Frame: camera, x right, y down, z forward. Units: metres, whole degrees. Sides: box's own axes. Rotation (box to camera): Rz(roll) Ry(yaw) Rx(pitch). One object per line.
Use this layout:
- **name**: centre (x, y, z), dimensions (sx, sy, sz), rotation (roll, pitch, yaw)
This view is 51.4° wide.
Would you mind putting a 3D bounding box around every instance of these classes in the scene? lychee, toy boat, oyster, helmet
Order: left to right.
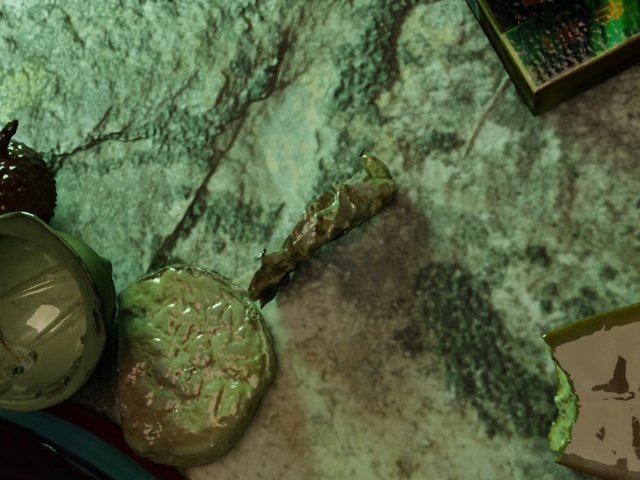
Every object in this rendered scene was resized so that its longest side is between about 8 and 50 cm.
- **lychee**: centre (-0.396, -0.058, 0.777), dimensions (0.165, 0.165, 0.197), rotation (30, 117, 20)
- **helmet**: centre (-0.292, 0.061, 0.728), dimensions (0.257, 0.137, 0.204), rotation (-27, 95, 28)
- **toy boat**: centre (-0.265, 0.265, 0.729), dimensions (0.392, 0.079, 0.136), rotation (18, 86, 22)
- **oyster**: centre (-0.003, -0.001, 0.690), dimensions (0.061, 0.106, 0.200), rotation (42, 105, 6)

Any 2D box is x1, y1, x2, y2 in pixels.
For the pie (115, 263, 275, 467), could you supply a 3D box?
- **pie**: centre (-0.138, 0.131, 0.718), dimensions (0.185, 0.052, 0.218), rotation (-12, 72, 16)

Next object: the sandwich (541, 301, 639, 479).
- **sandwich**: centre (0.287, 0.160, 0.553), dimensions (0.186, 0.108, 0.220), rotation (-23, 77, 12)

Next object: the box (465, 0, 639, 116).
- **box**: centre (0.229, -0.268, 0.669), dimensions (0.159, 0.071, 0.240), rotation (-27, 73, 8)
